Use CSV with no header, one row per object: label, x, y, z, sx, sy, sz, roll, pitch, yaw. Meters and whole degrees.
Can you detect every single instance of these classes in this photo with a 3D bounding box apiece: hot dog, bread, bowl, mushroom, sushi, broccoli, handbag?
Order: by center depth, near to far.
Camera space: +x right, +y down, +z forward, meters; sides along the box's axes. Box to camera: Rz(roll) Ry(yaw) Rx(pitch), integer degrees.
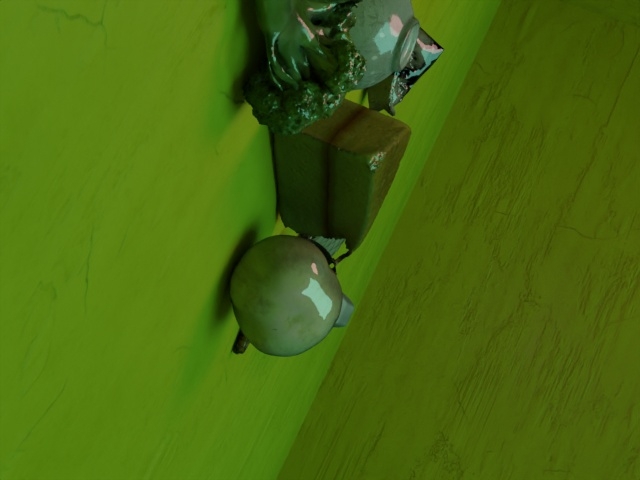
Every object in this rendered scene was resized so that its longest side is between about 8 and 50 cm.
broccoli,-0.003,-0.326,1.220,0.254,0.186,0.302,-46,165,-34
bread,0.010,-0.097,1.598,0.245,0.233,0.361,-49,160,-54
bowl,0.125,-0.440,1.658,0.313,0.146,0.313,22,90,-78
mushroom,-0.083,0.109,1.663,0.260,0.254,0.234,-65,-155,11
hot dog,-0.177,0.221,1.872,0.122,0.037,0.049,-61,180,2
sushi,0.185,-0.448,2.022,0.273,0.134,0.109,-53,156,9
handbag,0.000,0.000,2.122,0.219,0.079,0.256,-60,165,-12

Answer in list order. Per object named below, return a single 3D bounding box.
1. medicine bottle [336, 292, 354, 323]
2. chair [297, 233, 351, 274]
medicine bottle,-0.001,0.176,2.190,0.324,0.179,0.124,37,76,-79
chair,-0.038,0.066,1.864,0.149,0.174,0.213,-52,177,21
